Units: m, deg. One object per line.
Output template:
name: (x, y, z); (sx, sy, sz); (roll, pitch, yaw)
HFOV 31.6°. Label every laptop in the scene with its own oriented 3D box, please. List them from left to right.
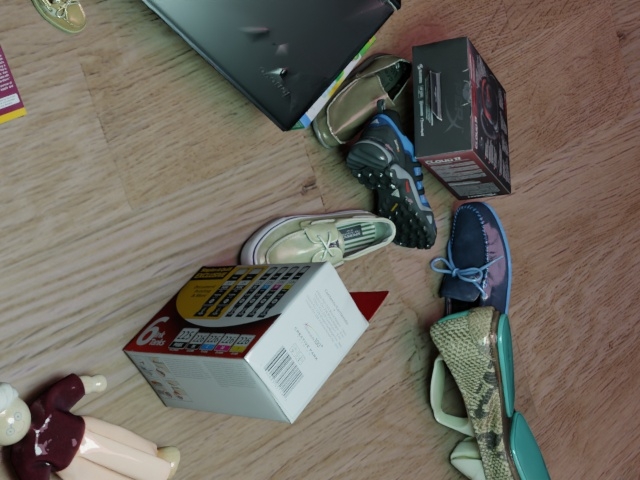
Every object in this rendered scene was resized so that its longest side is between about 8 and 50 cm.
laptop: (-0.076, -0.468, 1.787); (0.382, 0.236, 0.408); (41, 35, -34)

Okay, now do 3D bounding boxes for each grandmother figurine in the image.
grandmother figurine: (-0.355, 0.283, 1.595); (0.342, 0.104, 0.208); (31, 60, -39)

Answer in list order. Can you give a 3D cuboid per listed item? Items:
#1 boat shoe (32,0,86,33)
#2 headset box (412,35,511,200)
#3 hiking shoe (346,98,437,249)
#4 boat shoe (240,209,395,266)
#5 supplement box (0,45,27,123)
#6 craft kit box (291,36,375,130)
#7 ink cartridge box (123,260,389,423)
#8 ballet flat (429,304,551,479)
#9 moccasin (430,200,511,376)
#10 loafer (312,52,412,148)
boat shoe: (-0.388, -0.363, 1.624); (0.056, 0.048, 0.153); (-52, 120, -30)
headset box: (0.254, -0.220, 2.049); (0.293, 0.110, 0.218); (31, 55, -62)
hiking shoe: (0.153, -0.103, 2.013); (0.132, 0.113, 0.304); (-64, 146, -29)
boat shoe: (0.000, 0.000, 1.918); (0.302, 0.094, 0.109); (-20, 101, -40)
supplement box: (-0.486, -0.237, 1.511); (0.104, 0.081, 0.188); (-29, 107, -38)
craft kit box: (-0.044, -0.360, 1.923); (0.246, 0.061, 0.250); (-52, 120, -27)
ink cartridge box: (-0.095, 0.122, 1.688); (0.272, 0.309, 0.130); (-49, 118, -32)
ballet flat: (0.309, 0.339, 2.117); (0.164, 0.182, 0.483); (-58, 134, -58)
moccasin: (0.289, 0.099, 2.141); (0.117, 0.138, 0.342); (-7, 93, -34)
loafer: (0.078, -0.257, 2.001); (0.251, 0.087, 0.094); (-51, 119, -31)
